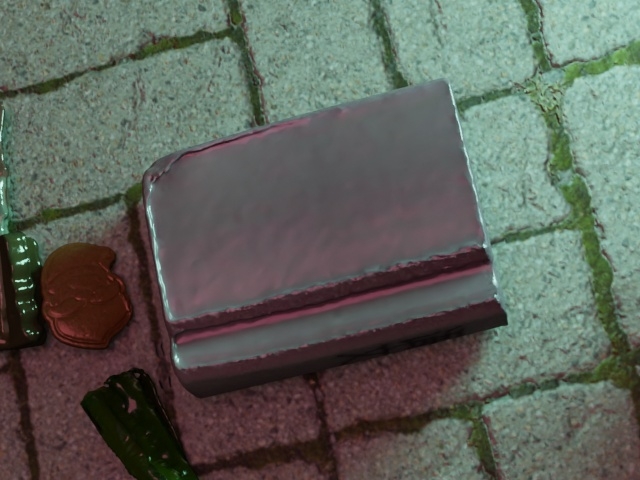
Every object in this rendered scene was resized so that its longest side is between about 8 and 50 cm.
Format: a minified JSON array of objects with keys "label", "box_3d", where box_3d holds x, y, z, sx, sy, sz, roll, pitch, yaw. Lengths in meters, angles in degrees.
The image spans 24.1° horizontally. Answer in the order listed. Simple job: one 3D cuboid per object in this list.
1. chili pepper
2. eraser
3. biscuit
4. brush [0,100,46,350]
[{"label":"chili pepper","box_3d":[-0.143,0.300,1.610,0.085,0.076,0.359,-24,71,-23]},{"label":"eraser","box_3d":[0.000,0.000,1.631,0.359,0.122,0.272,-13,74,6]},{"label":"biscuit","box_3d":[-0.267,0.063,1.696,0.102,0.019,0.130,-9,70,-17]},{"label":"brush","box_3d":[-0.368,-0.020,1.729,0.084,0.071,0.301,-10,74,11]}]
